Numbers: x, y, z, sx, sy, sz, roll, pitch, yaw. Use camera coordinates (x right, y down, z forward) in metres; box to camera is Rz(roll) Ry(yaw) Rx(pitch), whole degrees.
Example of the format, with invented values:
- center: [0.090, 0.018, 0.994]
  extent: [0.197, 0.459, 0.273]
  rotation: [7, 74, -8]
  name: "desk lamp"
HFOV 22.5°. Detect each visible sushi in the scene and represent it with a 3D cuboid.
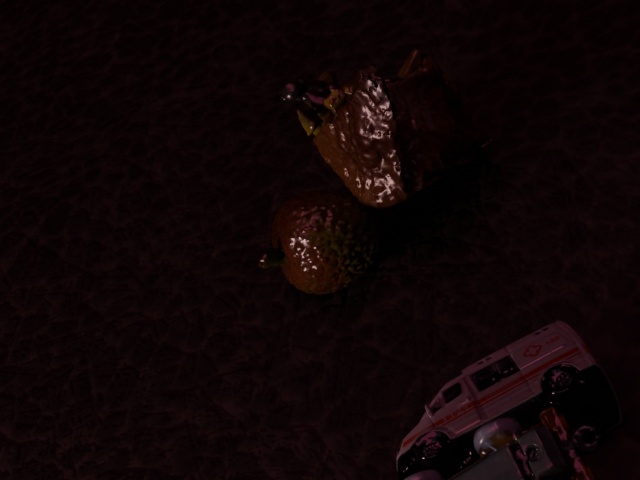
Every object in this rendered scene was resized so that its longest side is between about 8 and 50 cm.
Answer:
- center: [0.071, -0.128, 1.714]
  extent: [0.167, 0.179, 0.296]
  rotation: [-30, 0, 28]
  name: "sushi"

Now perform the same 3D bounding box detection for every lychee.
- center: [0.000, 0.000, 1.707]
  extent: [0.146, 0.114, 0.114]
  rotation: [-21, 35, -12]
  name: "lychee"

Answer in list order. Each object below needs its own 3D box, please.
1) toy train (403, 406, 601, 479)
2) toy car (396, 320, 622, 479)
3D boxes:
- center: [0.148, 0.224, 1.339]
  extent: [0.219, 0.127, 0.089]
  rotation: [-35, 51, 13]
  name: "toy train"
- center: [0.157, 0.157, 1.436]
  extent: [0.210, 0.089, 0.108]
  rotation: [-29, 36, 0]
  name: "toy car"
